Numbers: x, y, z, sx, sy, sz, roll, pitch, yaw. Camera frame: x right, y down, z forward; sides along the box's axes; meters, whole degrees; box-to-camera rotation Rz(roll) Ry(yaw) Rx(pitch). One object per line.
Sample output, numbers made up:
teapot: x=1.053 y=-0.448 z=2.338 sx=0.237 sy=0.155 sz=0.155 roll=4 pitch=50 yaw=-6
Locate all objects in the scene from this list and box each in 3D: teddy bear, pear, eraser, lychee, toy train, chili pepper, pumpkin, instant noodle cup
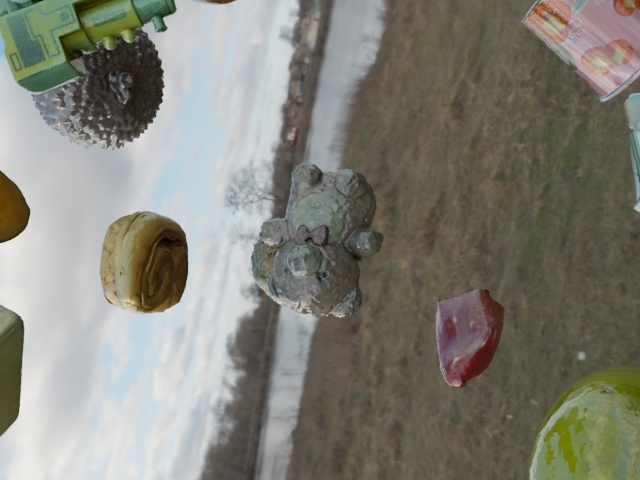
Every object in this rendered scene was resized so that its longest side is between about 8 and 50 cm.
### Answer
teddy bear: x=0.001 y=-0.001 z=1.140 sx=0.151 sy=0.236 sz=0.267 roll=48 pitch=-122 yaw=-57
pear: x=0.376 y=0.273 z=0.760 sx=0.307 sy=0.253 sz=0.253 roll=-30 pitch=-44 yaw=-61
eraser: x=-0.355 y=0.120 z=0.623 sx=0.058 sy=0.117 sz=0.172 roll=-65 pitch=0 yaw=-52
lychee: x=-0.635 y=-0.447 z=1.800 sx=0.380 sy=0.432 sz=0.380 roll=-18 pitch=-64 yaw=-42
toy train: x=-0.429 y=-0.449 z=1.219 sx=0.150 sy=0.369 sz=0.237 roll=-50 pitch=-61 yaw=-89
chili pepper: x=0.312 y=0.210 z=1.331 sx=0.253 sy=0.144 sz=0.136 roll=-71 pitch=-12 yaw=-58
pumpkin: x=-0.740 y=-0.069 z=1.405 sx=0.149 sy=0.130 sz=0.254 roll=25 pitch=-138 yaw=-53
instant noodle cup: x=0.540 y=-0.433 z=1.232 sx=0.243 sy=0.231 sz=0.243 roll=-52 pitch=0 yaw=0

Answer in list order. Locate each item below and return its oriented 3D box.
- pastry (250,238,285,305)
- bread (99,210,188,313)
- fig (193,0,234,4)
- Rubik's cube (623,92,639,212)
pastry: x=-0.064 y=0.067 z=1.409 sx=0.093 sy=0.182 sz=0.192 roll=-48 pitch=29 yaw=19
bread: x=-0.336 y=0.043 z=1.244 sx=0.236 sy=0.120 sz=0.198 roll=32 pitch=-117 yaw=-80
fig: x=-0.236 y=-0.630 z=1.394 sx=0.214 sy=0.235 sz=0.235 roll=14 pitch=93 yaw=55
Rubik's cube: x=0.548 y=-0.123 z=0.898 sx=0.213 sy=0.224 sz=0.265 roll=-13 pitch=-89 yaw=-67
